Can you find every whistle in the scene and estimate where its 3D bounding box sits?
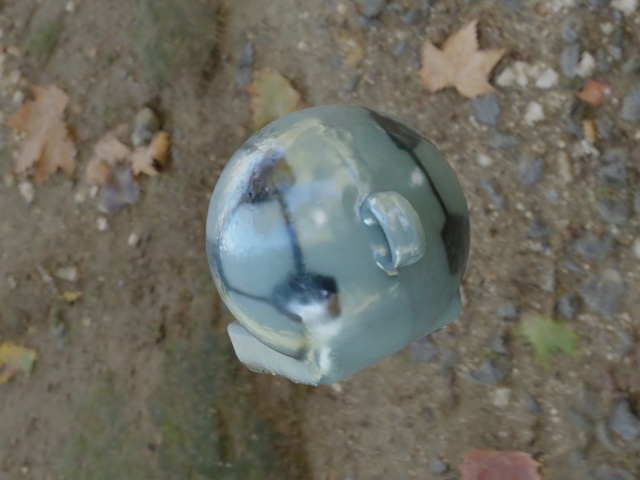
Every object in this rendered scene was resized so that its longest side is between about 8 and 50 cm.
[{"bbox_3d":[0.000,0.000,0.767,0.290,0.164,0.163,173,112,-72],"label":"whistle"}]
